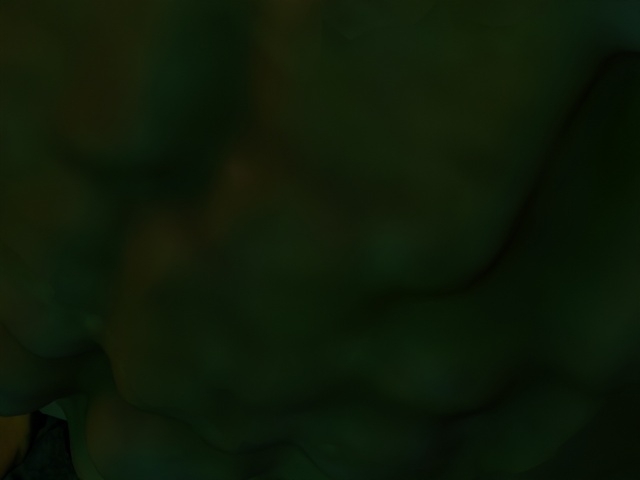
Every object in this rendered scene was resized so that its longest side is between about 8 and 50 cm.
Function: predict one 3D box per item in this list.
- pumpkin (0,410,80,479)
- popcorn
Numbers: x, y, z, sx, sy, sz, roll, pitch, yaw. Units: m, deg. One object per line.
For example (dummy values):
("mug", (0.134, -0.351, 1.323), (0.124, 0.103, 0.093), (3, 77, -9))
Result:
("pumpkin", (-0.179, 0.066, 1.157), (0.232, 0.242, 0.325), (-22, -15, -45))
("popcorn", (0.000, -0.086, 0.558), (0.390, 0.354, 0.344), (28, 97, 57))
